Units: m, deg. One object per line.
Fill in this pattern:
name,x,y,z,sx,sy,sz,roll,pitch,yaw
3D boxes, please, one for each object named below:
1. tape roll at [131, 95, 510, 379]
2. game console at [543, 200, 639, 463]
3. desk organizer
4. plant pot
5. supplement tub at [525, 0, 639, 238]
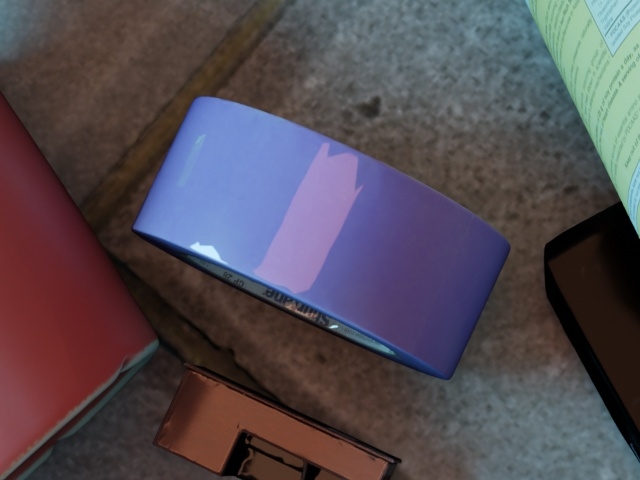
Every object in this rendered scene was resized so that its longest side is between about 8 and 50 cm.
tape roll,0.000,0.000,0.929,0.189,0.189,0.080,25,84,11
game console,0.321,0.012,0.959,0.361,0.044,0.213,-29,78,2
desk organizer,-0.025,0.119,0.986,0.130,0.047,0.050,24,87,11
plant pot,-0.237,0.032,0.931,0.275,0.275,0.243,-42,89,-1
supplement tub,0.230,-0.131,0.868,0.241,0.241,0.331,-22,62,3
